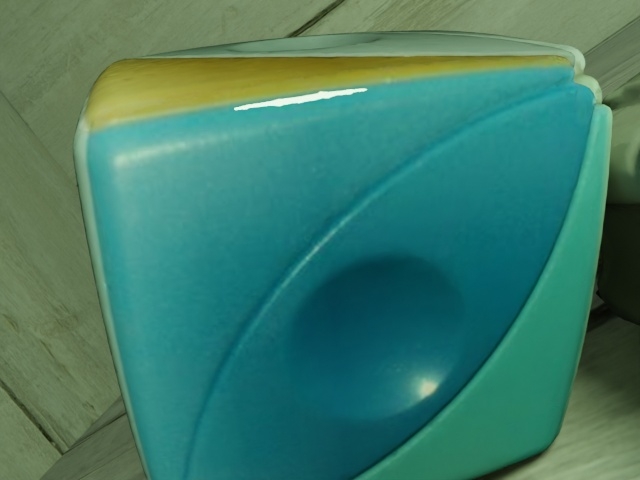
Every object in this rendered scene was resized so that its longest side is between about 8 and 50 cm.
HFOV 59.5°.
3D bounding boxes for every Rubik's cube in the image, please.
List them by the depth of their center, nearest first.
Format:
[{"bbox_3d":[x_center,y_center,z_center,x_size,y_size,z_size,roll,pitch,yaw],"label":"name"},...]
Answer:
[{"bbox_3d":[0.000,0.000,0.516,0.351,0.352,0.347,-11,24,-9],"label":"Rubik's cube"}]

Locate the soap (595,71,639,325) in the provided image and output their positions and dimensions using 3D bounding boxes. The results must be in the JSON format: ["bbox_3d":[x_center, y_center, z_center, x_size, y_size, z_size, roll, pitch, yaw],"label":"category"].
[{"bbox_3d":[0.380,-0.074,0.327,0.350,0.213,0.435,-37,7,-4],"label":"soap"}]

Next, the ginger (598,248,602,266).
[{"bbox_3d":[0.374,-0.038,0.696,0.213,0.074,0.137,-38,15,22],"label":"ginger"}]
